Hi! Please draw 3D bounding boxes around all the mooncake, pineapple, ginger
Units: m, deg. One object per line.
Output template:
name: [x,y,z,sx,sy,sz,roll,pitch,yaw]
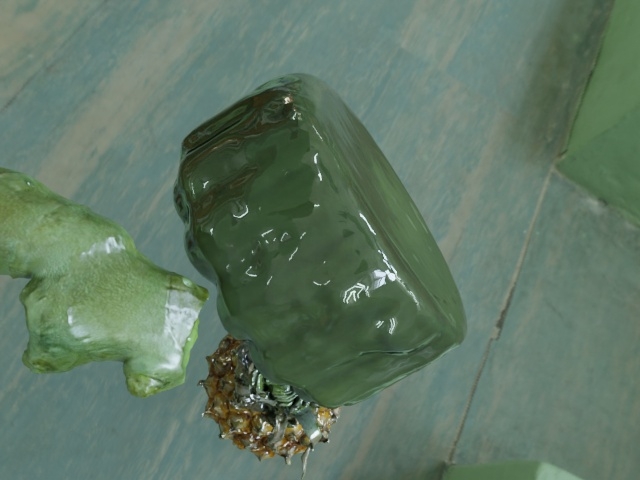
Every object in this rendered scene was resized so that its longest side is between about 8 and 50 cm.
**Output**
mooncake: [0.000,0.000,0.779,0.194,0.356,0.357,-32,76,15]
pineapple: [-0.064,0.209,1.035,0.262,0.272,0.263,1,79,-4]
ginger: [-0.228,0.030,0.590,0.290,0.089,0.137,38,89,-7]
